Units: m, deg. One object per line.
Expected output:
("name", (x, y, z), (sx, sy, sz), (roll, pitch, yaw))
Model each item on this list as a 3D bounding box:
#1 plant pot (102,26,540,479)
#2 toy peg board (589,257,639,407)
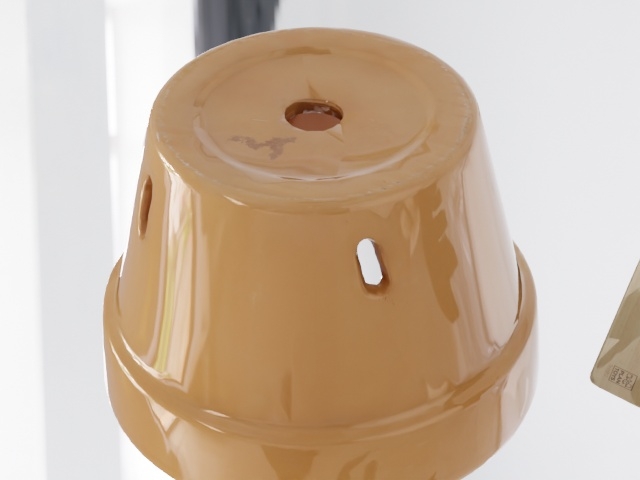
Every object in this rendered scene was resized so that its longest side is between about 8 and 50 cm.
("plant pot", (0.000, 0.000, 1.033), (0.290, 0.203, 0.291), (0, 38, 0))
("toy peg board", (0.256, 0.042, 0.913), (0.160, 0.161, 0.079), (27, 48, 13))
